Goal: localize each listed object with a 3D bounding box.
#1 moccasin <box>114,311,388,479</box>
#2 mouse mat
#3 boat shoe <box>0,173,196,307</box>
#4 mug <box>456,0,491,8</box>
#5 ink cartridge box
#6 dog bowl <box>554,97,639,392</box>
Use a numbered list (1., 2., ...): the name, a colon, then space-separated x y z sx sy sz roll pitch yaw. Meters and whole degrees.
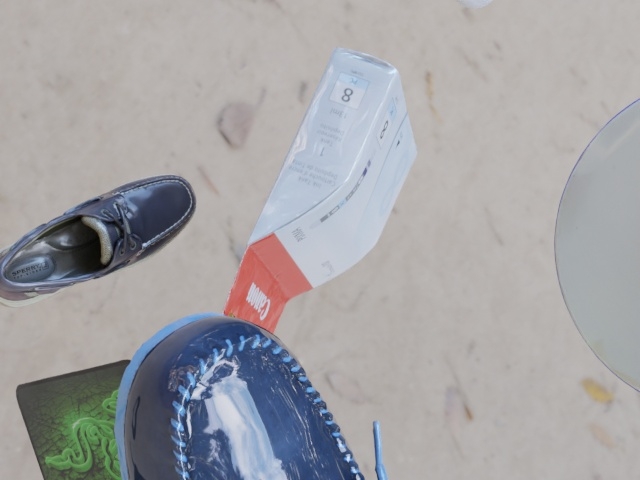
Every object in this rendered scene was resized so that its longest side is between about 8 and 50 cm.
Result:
1. moccasin: 0.013 0.188 0.634 0.137 0.117 0.342 -34 117 -23
2. mouse mat: -0.199 0.189 1.143 0.007 0.189 0.153 -21 94 -49
3. boat shoe: -0.272 -0.001 1.566 0.285 0.092 0.103 -24 96 -20
4. mug: 0.143 -0.280 1.299 0.064 0.062 0.078 4 89 -50
5. ink cartridge box: 0.000 0.000 1.546 0.308 0.091 0.385 61 50 -74
6. dog bowl: 0.322 0.004 1.001 0.104 0.265 0.265 5 60 -63
